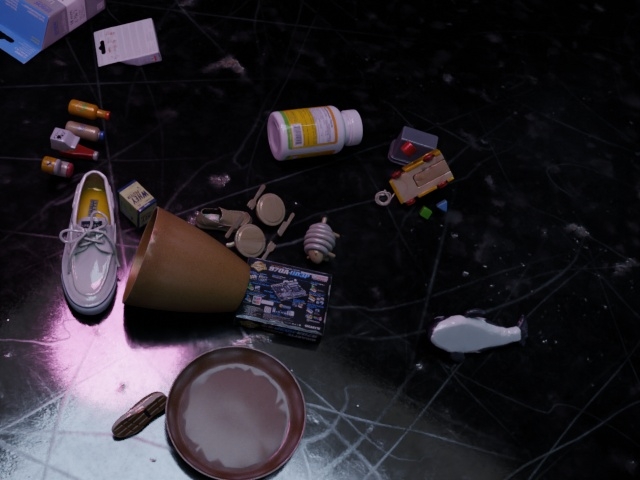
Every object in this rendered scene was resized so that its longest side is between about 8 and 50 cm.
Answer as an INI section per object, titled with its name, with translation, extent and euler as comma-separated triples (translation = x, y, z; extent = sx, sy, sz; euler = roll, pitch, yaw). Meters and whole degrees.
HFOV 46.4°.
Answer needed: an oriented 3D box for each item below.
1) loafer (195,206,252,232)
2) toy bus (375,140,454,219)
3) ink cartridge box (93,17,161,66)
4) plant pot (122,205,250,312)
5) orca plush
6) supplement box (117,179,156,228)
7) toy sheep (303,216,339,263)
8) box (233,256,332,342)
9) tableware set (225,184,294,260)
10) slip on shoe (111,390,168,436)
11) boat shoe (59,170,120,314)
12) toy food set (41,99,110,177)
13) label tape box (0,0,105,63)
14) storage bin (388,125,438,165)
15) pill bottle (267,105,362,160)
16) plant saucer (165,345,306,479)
[loafer]
translation = -0.249, -0.055, 1.931
extent = 0.148, 0.050, 0.056
euler = -2, 59, -14
[toy bus]
translation = 0.270, -0.174, 2.096
extent = 0.202, 0.190, 0.104
euler = 17, 13, -3
[ink cartridge box]
translation = -0.569, -0.573, 2.207
extent = 0.180, 0.045, 0.145
euler = -16, 62, -1
[plant pot]
translation = -0.302, 0.071, 1.752
extent = 0.255, 0.237, 0.237
euler = 19, 55, -18
[orca plush]
translation = 0.382, 0.210, 1.882
extent = 0.288, 0.151, 0.102
euler = -11, 30, -16
[supplement box]
translation = -0.462, -0.091, 1.883
extent = 0.083, 0.083, 0.056
euler = 42, 59, 13
[toy sheep]
translation = 0.000, 0.000, 1.935
extent = 0.091, 0.091, 0.132
euler = 13, 61, -5
[box]
translation = -0.090, 0.145, 1.840
extent = 0.221, 0.051, 0.175
euler = 12, 56, -5
[tableware set]
translation = -0.161, -0.037, 1.936
extent = 0.128, 0.039, 0.194
euler = 44, 60, -22
[slip on shoe]
translation = -0.397, 0.375, 1.628
extent = 0.135, 0.051, 0.041
euler = -38, 33, -22
[boat shoe]
translation = -0.540, -0.014, 1.771
extent = 0.136, 0.156, 0.366
euler = 3, 57, -11
[toy food set]
translation = -0.625, -0.245, 1.927
extent = 0.105, 0.111, 0.232
euler = 13, 53, -4
[label tape box]
translation = -0.832, -0.694, 2.171
extent = 0.241, 0.106, 0.333
euler = 33, 56, 9
[storage bin]
translation = 0.278, -0.276, 2.173
extent = 0.135, 0.091, 0.098
euler = 18, 56, -3
[pill bottle]
translation = -0.013, -0.305, 2.095
extent = 0.246, 0.136, 0.136
euler = -10, 61, -19
[plant saucer]
translation = -0.188, 0.386, 1.664
extent = 0.311, 0.050, 0.310
euler = 6, 57, -9
